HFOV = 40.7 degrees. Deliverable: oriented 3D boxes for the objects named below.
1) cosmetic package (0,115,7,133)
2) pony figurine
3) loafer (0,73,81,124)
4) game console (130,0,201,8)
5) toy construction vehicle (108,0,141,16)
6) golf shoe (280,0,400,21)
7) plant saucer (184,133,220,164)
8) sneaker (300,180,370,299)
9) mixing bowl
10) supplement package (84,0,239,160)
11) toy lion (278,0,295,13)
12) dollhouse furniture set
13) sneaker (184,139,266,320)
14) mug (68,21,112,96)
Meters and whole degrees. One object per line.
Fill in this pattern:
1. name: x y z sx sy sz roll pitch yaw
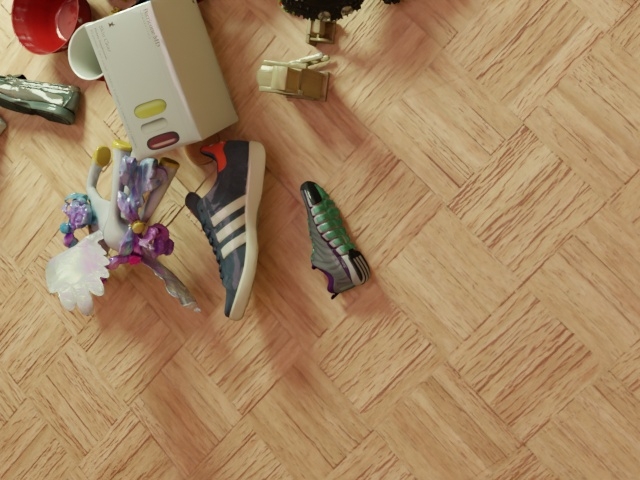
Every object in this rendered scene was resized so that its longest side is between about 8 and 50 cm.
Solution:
1. cosmetic package: -0.847 -0.269 1.938 0.151 0.183 0.151 -42 76 19
2. pony figurine: -0.400 -0.013 1.731 0.351 0.302 0.363 38 112 52
3. loafer: -0.648 -0.327 1.913 0.267 0.096 0.084 18 78 16
4. game console: -0.302 -0.520 1.746 0.144 0.085 0.124 7 94 23
5. toy construction vehicle: -0.414 -0.494 1.823 0.086 0.035 0.098 37 105 19
6. golf shoe: 0.052 -0.478 1.557 0.272 0.105 0.120 -13 63 -6
7. plant saucer: -0.244 -0.197 1.768 0.083 0.013 0.083 1 92 24
8. sneaker: 0.000 0.000 1.631 0.098 0.083 0.224 -33 79 26
9. mixing bowl: -0.561 -0.481 1.854 0.181 0.098 0.181 0 91 24
10. supplement package: -0.291 -0.311 1.630 0.145 0.204 0.262 -15 103 20
11. toy lion: -0.038 -0.487 1.663 0.096 0.034 0.100 18 98 30
12. dollhouse furniture set: -0.060 -0.350 1.591 0.101 0.182 0.161 10 96 23
13. sneaker: -0.191 -0.023 1.667 0.148 0.131 0.350 4 83 -5
14. mug: -0.414 -0.352 1.754 0.113 0.169 0.150 4 94 23
